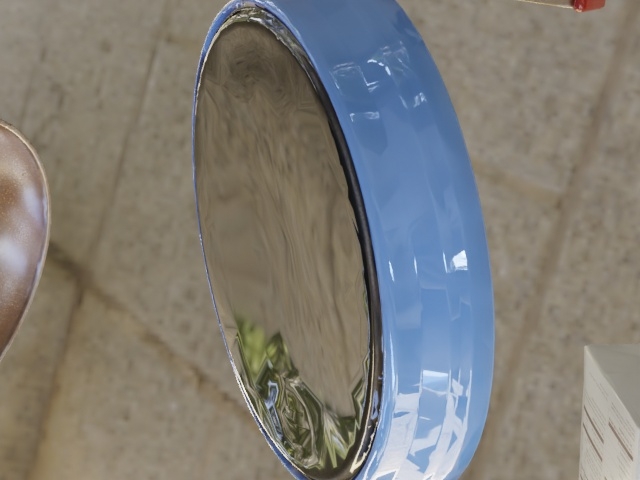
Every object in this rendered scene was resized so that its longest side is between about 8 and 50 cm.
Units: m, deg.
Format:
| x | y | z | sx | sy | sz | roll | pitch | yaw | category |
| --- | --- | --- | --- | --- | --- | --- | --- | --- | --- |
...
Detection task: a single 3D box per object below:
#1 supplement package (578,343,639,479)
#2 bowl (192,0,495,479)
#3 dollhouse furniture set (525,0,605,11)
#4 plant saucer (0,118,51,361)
| x | y | z | sx | sy | sz | roll | pitch | yaw | category |
| --- | --- | --- | --- | --- | --- | --- | --- | --- | --- |
| 0.320 | 0.235 | 1.426 | 0.198 | 0.199 | 0.263 | -104 | 15 | -74 | supplement package |
| 0.000 | 0.000 | 1.286 | 0.391 | 0.077 | 0.391 | 170 | 90 | -69 | bowl |
| 0.203 | -0.347 | 1.278 | 0.152 | 0.201 | 0.374 | 10 | 104 | 24 | dollhouse furniture set |
| -0.309 | 0.043 | 1.218 | 0.050 | 0.310 | 0.311 | 30 | 108 | 25 | plant saucer |
